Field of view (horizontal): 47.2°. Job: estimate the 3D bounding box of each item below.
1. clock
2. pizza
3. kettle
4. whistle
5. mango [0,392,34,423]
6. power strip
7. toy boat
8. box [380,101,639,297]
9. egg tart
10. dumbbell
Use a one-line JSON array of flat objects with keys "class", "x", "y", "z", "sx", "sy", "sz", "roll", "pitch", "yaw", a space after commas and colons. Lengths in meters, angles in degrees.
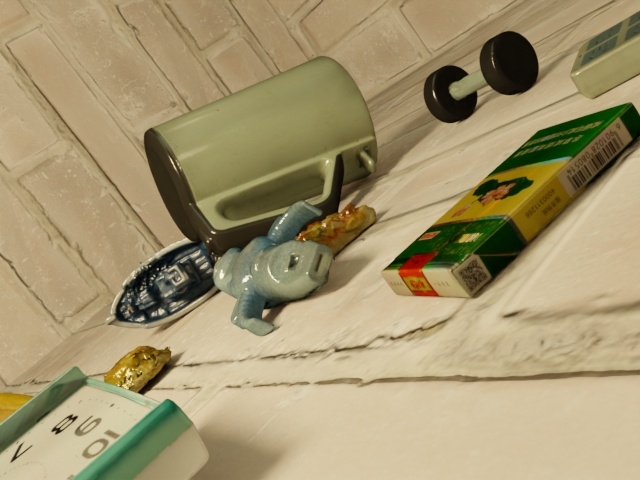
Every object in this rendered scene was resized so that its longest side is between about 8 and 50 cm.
[{"class": "clock", "x": -0.232, "y": 0.232, "z": 0.572, "sx": 0.262, "sy": 0.116, "sz": 0.231, "roll": -42, "pitch": 23, "yaw": -31}, {"class": "pizza", "x": 0.000, "y": 0.000, "z": 1.048, "sx": 0.175, "sy": 0.046, "sz": 0.134, "roll": -33, "pitch": 11, "yaw": 20}, {"class": "kettle", "x": -0.089, "y": -0.134, "z": 1.335, "sx": 0.376, "sy": 0.250, "sz": 0.361, "roll": -25, "pitch": 50, "yaw": -20}, {"class": "whistle", "x": -0.064, "y": 0.041, "z": 0.951, "sx": 0.269, "sy": 0.093, "sz": 0.180, "roll": -18, "pitch": 45, "yaw": 60}, {"class": "mango", "x": -0.545, "y": 0.323, "z": 1.137, "sx": 0.316, "sy": 0.119, "sz": 0.177, "roll": -20, "pitch": 40, "yaw": 5}, {"class": "power strip", "x": 0.403, "y": -0.248, "z": 0.812, "sx": 0.270, "sy": 0.046, "sz": 0.118, "roll": -28, "pitch": 13, "yaw": 39}, {"class": "toy boat", "x": -0.277, "y": 0.076, "z": 1.390, "sx": 0.309, "sy": 0.129, "sz": 0.142, "roll": -32, "pitch": -4, "yaw": 6}, {"class": "box", "x": 0.170, "y": -0.034, "z": 0.657, "sx": 0.235, "sy": 0.034, "sz": 0.132, "roll": -40, "pitch": 11, "yaw": -19}, {"class": "egg tart", "x": -0.276, "y": 0.195, "z": 1.085, "sx": 0.130, "sy": 0.052, "sz": 0.130, "roll": -37, "pitch": 7, "yaw": 5}, {"class": "dumbbell", "x": 0.264, "y": -0.268, "z": 1.219, "sx": 0.100, "sy": 0.100, "sz": 0.191, "roll": -42, "pitch": 12, "yaw": -26}]
